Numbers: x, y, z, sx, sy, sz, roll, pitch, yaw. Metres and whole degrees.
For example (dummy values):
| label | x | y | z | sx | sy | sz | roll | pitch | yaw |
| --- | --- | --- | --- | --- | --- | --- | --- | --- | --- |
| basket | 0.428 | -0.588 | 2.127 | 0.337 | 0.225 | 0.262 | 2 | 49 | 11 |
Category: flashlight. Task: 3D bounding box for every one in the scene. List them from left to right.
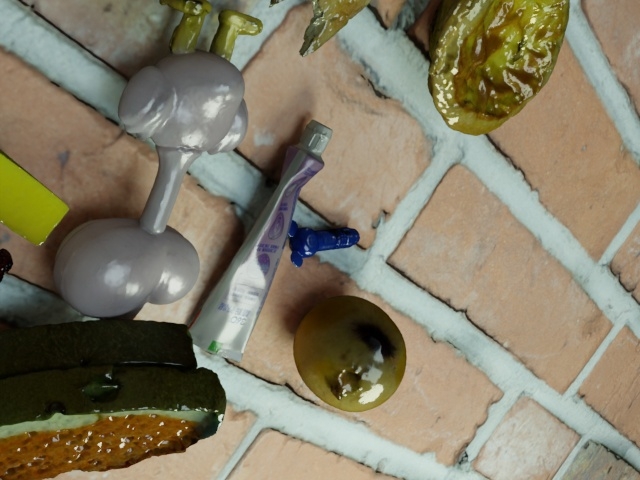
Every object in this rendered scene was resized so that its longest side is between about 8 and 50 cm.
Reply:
| label | x | y | z | sx | sy | sz | roll | pitch | yaw |
| --- | --- | --- | --- | --- | --- | --- | --- | --- | --- |
| flashlight | 0.000 | 0.000 | 1.162 | 0.121 | 0.035 | 0.057 | -7 | 87 | -47 |

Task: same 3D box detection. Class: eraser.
| label | x | y | z | sx | sy | sz | roll | pitch | yaw |
| --- | --- | --- | --- | --- | --- | --- | --- | --- | --- |
| eraser | -0.280 | -0.058 | 0.783 | 0.045 | 0.122 | 0.097 | -52 | 140 | -6 |

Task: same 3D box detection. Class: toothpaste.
| label | x | y | z | sx | sy | sz | roll | pitch | yaw |
| --- | --- | --- | --- | --- | --- | --- | --- | --- | --- |
| toothpaste | -0.064 | 0.001 | 1.088 | 0.075 | 0.048 | 0.301 | 16 | 104 | -47 |

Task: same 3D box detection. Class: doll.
| label | x | y | z | sx | sy | sz | roll | pitch | yaw |
| --- | --- | --- | --- | --- | --- | --- | --- | --- | --- |
| doll | -0.156 | -0.055 | 0.927 | 0.160 | 0.094 | 0.365 | 5 | 114 | -54 |

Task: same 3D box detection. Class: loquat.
| label | x | y | z | sx | sy | sz | roll | pitch | yaw |
| --- | --- | --- | --- | --- | --- | --- | --- | --- | --- |
| loquat | 0.038 | 0.144 | 1.206 | 0.163 | 0.163 | 0.137 | 0 | 125 | -44 |

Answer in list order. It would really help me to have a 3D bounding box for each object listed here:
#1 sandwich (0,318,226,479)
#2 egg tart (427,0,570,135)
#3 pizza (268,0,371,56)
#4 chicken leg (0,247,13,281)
| label | x | y | z | sx | sy | sz | roll | pitch | yaw |
| --- | --- | --- | --- | --- | --- | --- | --- | --- | --- |
| sandwich | -0.237 | 0.163 | 0.938 | 0.292 | 0.109 | 0.212 | -14 | 149 | 3 |
| egg tart | 0.205 | -0.246 | 1.138 | 0.241 | 0.106 | 0.241 | -26 | 135 | -30 |
| pizza | 0.036 | -0.313 | 0.983 | 0.181 | 0.034 | 0.262 | 26 | 96 | -49 |
| chicken leg | -0.366 | 0.063 | 0.825 | 0.205 | 0.053 | 0.093 | -39 | 167 | -21 |
